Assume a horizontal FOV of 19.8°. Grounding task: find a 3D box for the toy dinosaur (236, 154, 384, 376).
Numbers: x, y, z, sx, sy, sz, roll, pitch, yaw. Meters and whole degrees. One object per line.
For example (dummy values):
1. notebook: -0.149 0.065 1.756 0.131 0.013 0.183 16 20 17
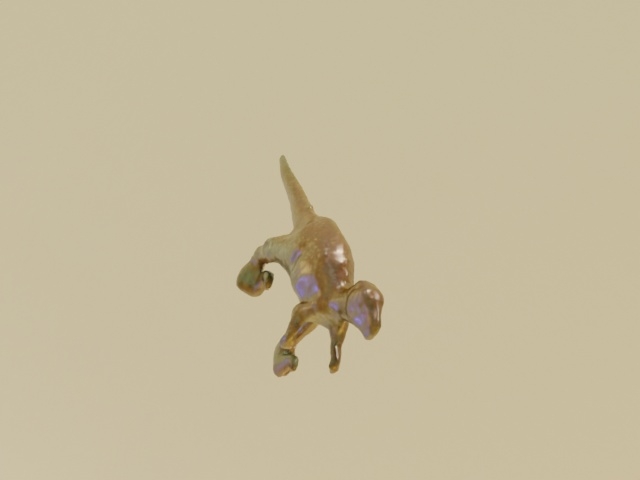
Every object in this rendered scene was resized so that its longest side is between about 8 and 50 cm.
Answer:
1. toy dinosaur: 0.000 0.000 0.979 0.039 0.126 0.162 17 -119 -25
